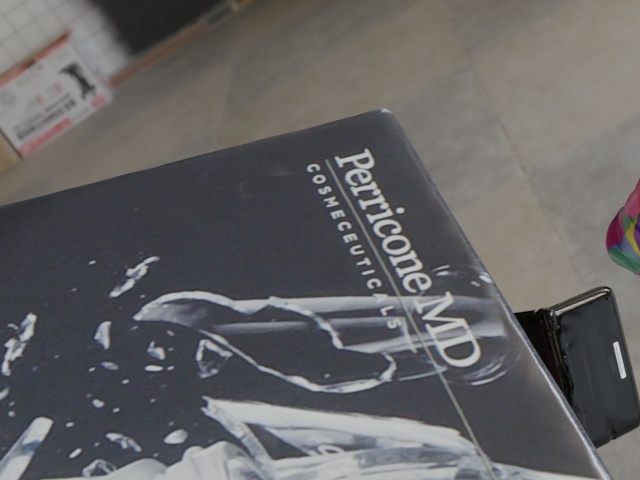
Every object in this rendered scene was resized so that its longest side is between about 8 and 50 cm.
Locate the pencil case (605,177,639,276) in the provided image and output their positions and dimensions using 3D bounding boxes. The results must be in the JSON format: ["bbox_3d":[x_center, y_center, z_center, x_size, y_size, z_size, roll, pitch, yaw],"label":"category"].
[{"bbox_3d":[0.330,-0.047,1.045,0.104,0.104,0.236,-44,-18,-24],"label":"pencil case"}]

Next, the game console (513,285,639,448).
[{"bbox_3d":[0.190,0.107,0.958,0.107,0.122,0.071,-19,9,-28],"label":"game console"}]

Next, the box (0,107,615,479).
[{"bbox_3d":[-0.062,0.166,0.325,0.313,0.179,0.343,-16,51,-15],"label":"box"}]
